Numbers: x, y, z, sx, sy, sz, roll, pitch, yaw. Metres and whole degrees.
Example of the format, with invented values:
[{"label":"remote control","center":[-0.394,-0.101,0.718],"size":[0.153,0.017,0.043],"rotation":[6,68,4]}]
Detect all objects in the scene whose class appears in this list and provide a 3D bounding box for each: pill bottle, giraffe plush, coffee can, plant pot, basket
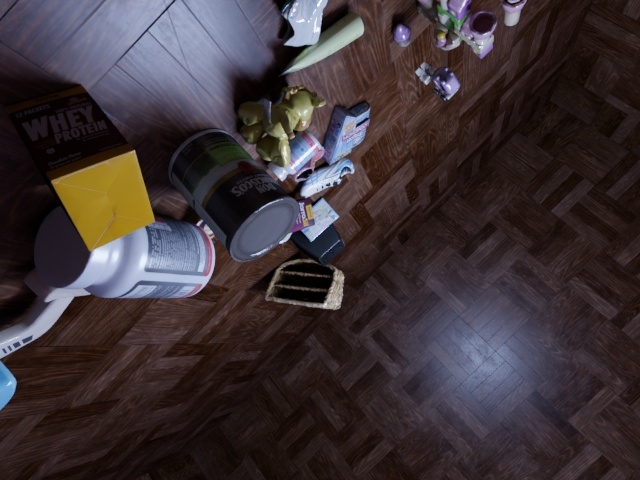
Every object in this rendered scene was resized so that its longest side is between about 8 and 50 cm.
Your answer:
[{"label":"pill bottle","center":[-0.440,0.032,0.966],"size":[0.210,0.210,0.363],"rotation":[-48,158,10]},{"label":"pill bottle","center":[-0.082,-0.259,1.230],"size":[0.160,0.087,0.087],"rotation":[-44,159,1]},{"label":"giraffe plush","center":[-0.088,-0.316,1.023],"size":[0.170,0.181,0.210],"rotation":[-46,179,-28]},{"label":"coffee can","center":[-0.216,-0.113,1.003],"size":[0.201,0.275,0.201],"rotation":[-37,158,-18]},{"label":"plant pot","center":[0.000,0.000,1.750],"size":[0.187,0.167,0.188],"rotation":[-42,160,-4]},{"label":"basket","center":[-0.062,0.182,1.797],"size":[0.223,0.299,0.214],"rotation":[26,70,-67]}]

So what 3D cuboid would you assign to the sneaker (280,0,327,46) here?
[{"label":"sneaker","center":[-0.042,-0.510,0.865],"size":[0.094,0.080,0.212],"rotation":[-22,153,-20]}]

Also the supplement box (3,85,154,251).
[{"label":"supplement box","center":[-0.419,-0.127,0.726],"size":[0.129,0.194,0.191],"rotation":[-32,156,-28]}]

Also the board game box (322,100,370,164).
[{"label":"board game box","center":[0.095,-0.378,1.361],"size":[0.194,0.060,0.194],"rotation":[-35,158,-22]}]

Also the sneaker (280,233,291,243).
[{"label":"sneaker","center":[-0.127,-0.067,1.537],"size":[0.208,0.081,0.094],"rotation":[-37,150,-32]}]

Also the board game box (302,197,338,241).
[{"label":"board game box","center":[-0.016,-0.085,1.651],"size":[0.154,0.103,0.026],"rotation":[-42,-171,-4]}]

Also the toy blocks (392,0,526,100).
[{"label":"toy blocks","center":[0.336,-0.605,1.065],"size":[0.309,0.288,0.260],"rotation":[-47,165,15]}]

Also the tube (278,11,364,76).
[{"label":"tube","center":[0.001,-0.478,1.003],"size":[0.240,0.062,0.070],"rotation":[-40,160,-12]}]

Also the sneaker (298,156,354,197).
[{"label":"sneaker","center":[0.023,-0.225,1.485],"size":[0.237,0.086,0.085],"rotation":[-37,159,-14]}]

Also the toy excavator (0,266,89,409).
[{"label":"toy excavator","center":[-0.760,0.266,0.900],"size":[0.433,0.222,0.445],"rotation":[-58,168,32]}]

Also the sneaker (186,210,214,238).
[{"label":"sneaker","center":[-0.328,-0.056,1.182],"size":[0.185,0.070,0.084],"rotation":[-42,145,20]}]

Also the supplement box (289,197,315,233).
[{"label":"supplement box","center":[-0.119,-0.080,1.431],"size":[0.188,0.104,0.080],"rotation":[-20,-168,-40]}]

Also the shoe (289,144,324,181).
[{"label":"shoe","center":[-0.039,-0.251,1.328],"size":[0.178,0.081,0.063],"rotation":[-30,155,-31]}]
